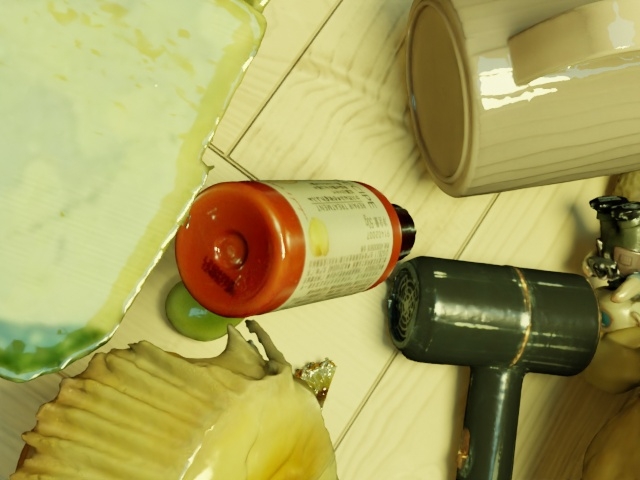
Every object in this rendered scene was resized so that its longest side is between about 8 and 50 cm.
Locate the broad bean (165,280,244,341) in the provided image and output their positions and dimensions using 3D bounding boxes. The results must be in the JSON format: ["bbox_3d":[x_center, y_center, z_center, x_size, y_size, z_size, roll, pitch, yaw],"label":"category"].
[{"bbox_3d":[-0.100,0.060,0.888,0.083,0.045,0.063,-16,90,-10],"label":"broad bean"}]

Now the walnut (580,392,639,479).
[{"bbox_3d":[0.409,0.255,0.828,0.384,0.383,0.383,1,86,-17],"label":"walnut"}]

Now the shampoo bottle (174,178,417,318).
[{"bbox_3d":[0.000,0.000,0.829,0.278,0.104,0.104,-6,87,-60],"label":"shampoo bottle"}]

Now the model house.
[{"bbox_3d":[-0.225,-0.078,0.740,0.261,0.266,0.321,29,79,-12],"label":"model house"}]

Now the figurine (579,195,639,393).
[{"bbox_3d":[0.298,0.058,0.959,0.108,0.114,0.196,-19,111,-23],"label":"figurine"}]

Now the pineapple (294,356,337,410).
[{"bbox_3d":[-0.015,0.147,0.920,0.045,0.019,0.083,26,82,-17],"label":"pineapple"}]

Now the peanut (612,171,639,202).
[{"bbox_3d":[0.384,-0.067,1.028,0.228,0.086,0.104,-41,107,-14],"label":"peanut"}]

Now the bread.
[{"bbox_3d":[-0.102,0.241,0.728,0.236,0.183,0.388,-40,137,-42],"label":"bread"}]

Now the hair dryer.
[{"bbox_3d":[0.146,0.196,0.934,0.189,0.107,0.352,8,89,-14],"label":"hair dryer"}]

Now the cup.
[{"bbox_3d":[0.241,-0.145,0.881,0.273,0.288,0.208,-9,116,-10],"label":"cup"}]
